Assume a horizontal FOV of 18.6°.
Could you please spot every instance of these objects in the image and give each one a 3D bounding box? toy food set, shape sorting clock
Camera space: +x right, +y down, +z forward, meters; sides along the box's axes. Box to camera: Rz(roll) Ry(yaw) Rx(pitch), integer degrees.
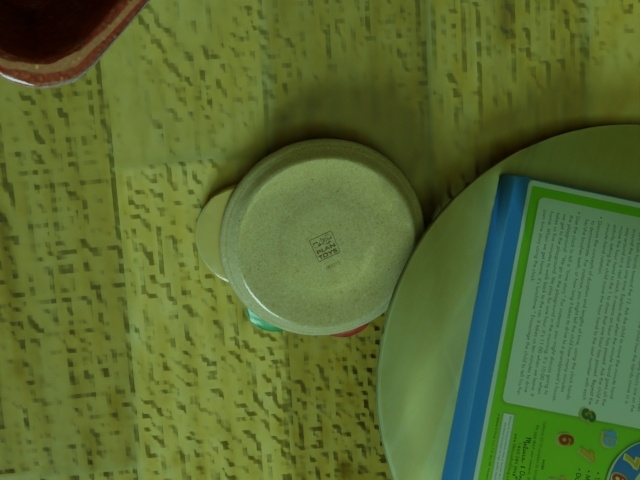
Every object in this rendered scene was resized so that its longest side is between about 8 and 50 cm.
[{"bbox_3d":[0.000,0.000,0.760,0.083,0.020,0.082,-40,110,5],"label":"toy food set"},{"bbox_3d":[0.122,0.057,0.767,0.206,0.040,0.206,1,86,-7],"label":"shape sorting clock"}]

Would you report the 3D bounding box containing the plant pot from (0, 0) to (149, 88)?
[{"bbox_3d":[-0.094,-0.247,0.549,0.267,0.236,0.267,40,99,-18],"label":"plant pot"}]
